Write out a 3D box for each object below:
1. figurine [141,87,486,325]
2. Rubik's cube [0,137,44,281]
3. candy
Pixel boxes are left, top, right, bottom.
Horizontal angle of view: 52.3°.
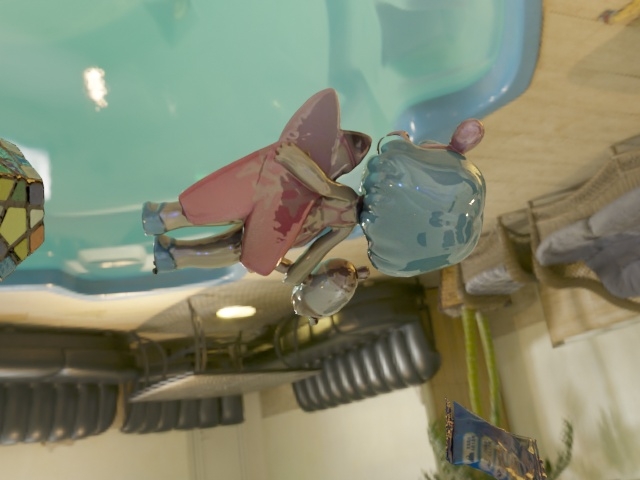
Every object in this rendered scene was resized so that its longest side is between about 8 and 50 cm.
[{"bbox_3d":[0.001,0.001,0.497,0.259,0.103,0.205,-9,121,-5],"label":"figurine"},{"bbox_3d":[-0.269,-0.023,0.476,0.133,0.133,0.112,-2,171,-19],"label":"Rubik's cube"},{"bbox_3d":[0.197,0.233,0.728,0.136,0.088,0.038,26,122,-8],"label":"candy"}]
